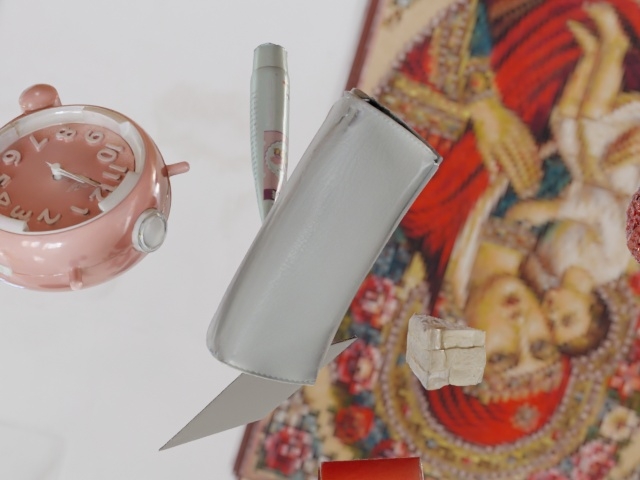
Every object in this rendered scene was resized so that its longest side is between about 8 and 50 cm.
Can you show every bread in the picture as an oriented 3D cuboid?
[{"bbox_3d":[0.132,0.142,1.844,0.105,0.077,0.152,-1,-175,-36],"label":"bread"}]

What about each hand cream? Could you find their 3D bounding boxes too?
[{"bbox_3d":[-0.073,-0.122,1.963,0.058,0.331,0.085,-1,153,5],"label":"hand cream"}]

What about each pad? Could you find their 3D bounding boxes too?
[{"bbox_3d":[-0.076,0.185,1.696,0.170,0.245,0.006,-12,-112,-38],"label":"pad"}]

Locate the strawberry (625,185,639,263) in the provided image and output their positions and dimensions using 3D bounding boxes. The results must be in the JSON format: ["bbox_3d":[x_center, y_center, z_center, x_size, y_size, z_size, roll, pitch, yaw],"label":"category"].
[{"bbox_3d":[0.383,-0.015,1.454,0.145,0.145,0.086,18,-166,6],"label":"strawberry"}]

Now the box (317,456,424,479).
[{"bbox_3d":[0.070,0.339,1.629,0.123,0.229,0.050,-5,-139,8],"label":"box"}]

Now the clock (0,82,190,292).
[{"bbox_3d":[-0.266,-0.035,1.522,0.241,0.227,0.142,18,143,28],"label":"clock"}]

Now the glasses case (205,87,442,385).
[{"bbox_3d":[0.002,0.001,1.461,0.128,0.308,0.083,28,-174,-18],"label":"glasses case"}]
